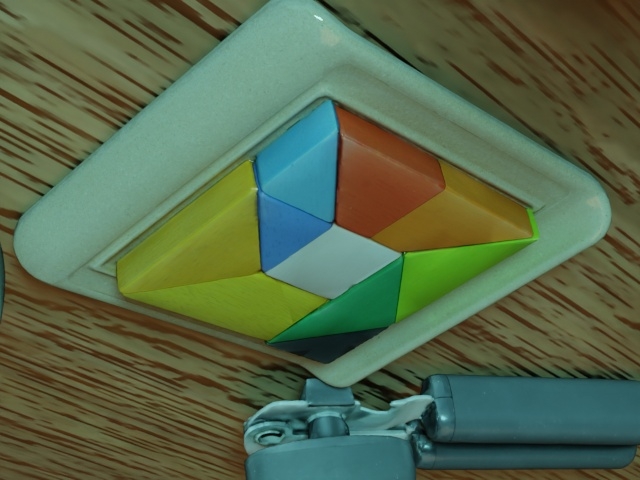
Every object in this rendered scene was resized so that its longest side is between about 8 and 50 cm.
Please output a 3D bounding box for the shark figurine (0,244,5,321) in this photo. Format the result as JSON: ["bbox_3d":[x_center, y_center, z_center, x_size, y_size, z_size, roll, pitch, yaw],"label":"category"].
[{"bbox_3d":[-0.193,-0.108,0.413,0.116,0.166,0.278,-39,121,-1],"label":"shark figurine"}]

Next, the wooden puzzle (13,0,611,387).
[{"bbox_3d":[0.000,0.000,0.611,0.239,0.044,0.221,27,132,-38],"label":"wooden puzzle"}]

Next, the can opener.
[{"bbox_3d":[0.088,0.140,0.774,0.283,0.095,0.076,3,143,-14],"label":"can opener"}]
